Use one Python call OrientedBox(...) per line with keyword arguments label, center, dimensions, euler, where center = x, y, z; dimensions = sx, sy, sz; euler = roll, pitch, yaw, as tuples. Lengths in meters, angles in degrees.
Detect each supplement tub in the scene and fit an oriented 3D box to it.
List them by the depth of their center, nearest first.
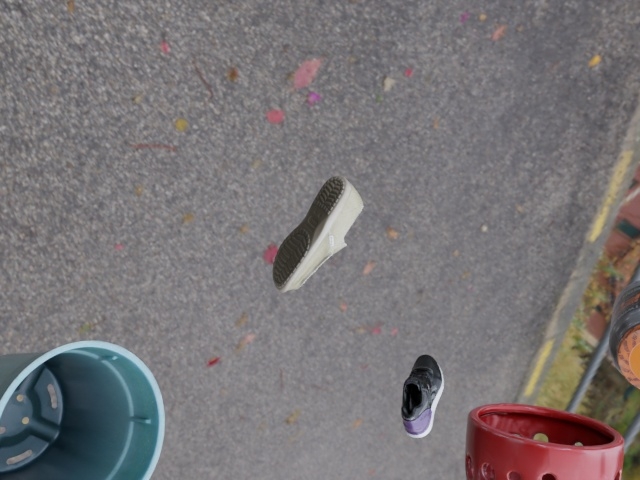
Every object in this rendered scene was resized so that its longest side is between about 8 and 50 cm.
OrientedBox(label="supplement tub", center=(0.763, 0.214, 1.599), dimensions=(0.194, 0.193, 0.316), euler=(-64, 165, 23))

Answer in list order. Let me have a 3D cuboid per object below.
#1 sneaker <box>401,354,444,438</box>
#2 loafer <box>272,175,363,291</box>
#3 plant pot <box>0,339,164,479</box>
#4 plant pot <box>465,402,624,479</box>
OrientedBox(label="sneaker", center=(0.301, 0.436, 2.095), dimensions=(0.107, 0.283, 0.124), euler=(-7, 130, 22))
OrientedBox(label="loafer", center=(0.000, 0.000, 1.416), dimensions=(0.092, 0.102, 0.268), euler=(24, 109, -35))
OrientedBox(label="plant pot", center=(-0.541, 0.357, 1.372), dimensions=(0.341, 0.334, 0.341), euler=(3, 86, -46))
OrientedBox(label="plant pot", center=(0.274, 0.314, 0.890), dimensions=(0.191, 0.191, 0.174), euler=(7, 91, -42))
